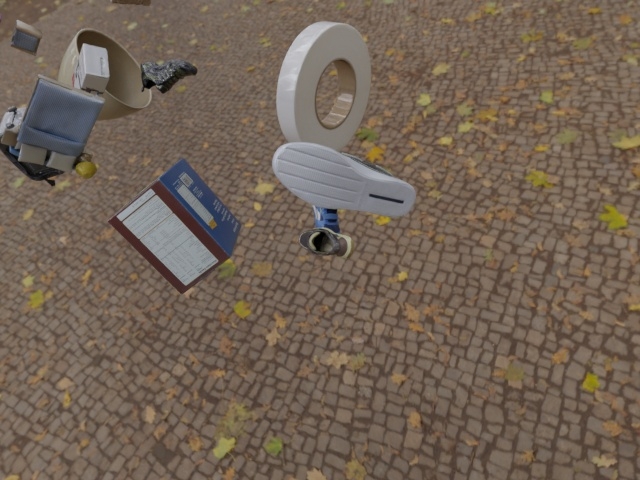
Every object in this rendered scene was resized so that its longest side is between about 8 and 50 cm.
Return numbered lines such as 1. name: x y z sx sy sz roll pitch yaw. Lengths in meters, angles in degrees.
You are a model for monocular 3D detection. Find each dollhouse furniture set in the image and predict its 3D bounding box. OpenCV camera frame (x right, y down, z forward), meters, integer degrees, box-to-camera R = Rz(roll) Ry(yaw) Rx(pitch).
1. dollhouse furniture set: -0.546 -0.240 0.864 0.286 0.303 0.198 -47 51 26

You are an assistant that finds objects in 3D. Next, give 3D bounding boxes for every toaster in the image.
1. toaster: -0.847 -0.287 1.332 0.129 0.227 0.146 -18 55 -2

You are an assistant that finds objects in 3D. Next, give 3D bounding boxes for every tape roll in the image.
1. tape roll: 0.021 -0.446 1.352 0.072 0.392 0.392 24 60 31

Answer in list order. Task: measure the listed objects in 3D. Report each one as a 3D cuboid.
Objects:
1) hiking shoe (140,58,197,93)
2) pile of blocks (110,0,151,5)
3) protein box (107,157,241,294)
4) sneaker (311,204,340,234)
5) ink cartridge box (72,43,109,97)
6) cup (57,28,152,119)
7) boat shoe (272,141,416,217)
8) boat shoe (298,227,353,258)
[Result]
1. hiking shoe: -0.558 -0.597 1.654 0.226 0.086 0.114 1 88 15
2. pile of blocks: -0.520 -0.826 1.228 0.112 0.148 0.362 -26 60 54
3. protein box: -0.290 -0.037 0.939 0.136 0.201 0.200 -35 19 10
4. sneaker: 0.016 -0.067 1.055 0.053 0.059 0.144 1 54 -30
5. ink cartridge box: -0.652 -0.460 1.266 0.150 0.063 0.109 -34 63 45
6. cup: -0.866 -0.598 1.729 0.237 0.331 0.331 -27 44 21
7. boat shoe: 0.045 -0.129 0.973 0.121 0.335 0.119 -66 25 15
8. boat shoe: 0.000 0.000 0.840 0.152 0.049 0.056 7 84 53
